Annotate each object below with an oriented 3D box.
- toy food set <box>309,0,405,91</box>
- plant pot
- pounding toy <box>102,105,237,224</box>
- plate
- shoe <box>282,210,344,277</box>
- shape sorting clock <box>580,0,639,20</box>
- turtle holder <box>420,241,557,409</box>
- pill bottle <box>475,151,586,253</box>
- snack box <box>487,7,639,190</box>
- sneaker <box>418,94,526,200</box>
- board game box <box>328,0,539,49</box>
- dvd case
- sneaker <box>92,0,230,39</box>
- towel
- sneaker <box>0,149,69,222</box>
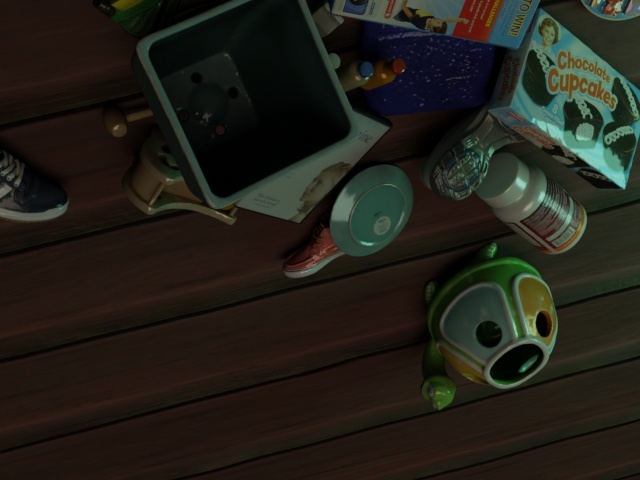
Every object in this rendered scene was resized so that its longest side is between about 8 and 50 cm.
[{"bbox_3d":[0.013,-0.305,1.446,0.232,0.104,0.111,44,68,-19],"label":"toy food set"},{"bbox_3d":[-0.137,-0.210,1.394,0.247,0.252,0.247,-28,104,-18],"label":"plant pot"},{"bbox_3d":[-0.224,-0.131,1.540,0.269,0.154,0.155,21,120,-30],"label":"pounding toy"},{"bbox_3d":[0.101,-0.050,1.746,0.188,0.024,0.188,-18,125,-28],"label":"plate"},{"bbox_3d":[0.000,0.000,1.778,0.178,0.063,0.081,-25,130,-2],"label":"shoe"},{"bbox_3d":[0.516,-0.461,1.558,0.206,0.040,0.206,-8,131,-10],"label":"shape sorting clock"},{"bbox_3d":[0.325,0.185,1.912,0.320,0.227,0.243,-23,132,2],"label":"turtle holder"},{"bbox_3d":[0.398,-0.071,1.792,0.221,0.121,0.121,33,114,-35],"label":"pill bottle"},{"bbox_3d":[0.437,-0.237,1.638,0.322,0.060,0.187,27,75,-32],"label":"snack box"},{"bbox_3d":[0.285,-0.196,1.668,0.297,0.129,0.111,-39,111,-8],"label":"sneaker"},{"bbox_3d":[0.193,-0.447,1.341,0.301,0.086,0.308,7,131,-15],"label":"board game box"},{"bbox_3d":[-0.011,-0.131,1.585,0.253,0.022,0.180,-46,148,21],"label":"dvd case"},{"bbox_3d":[-0.160,-0.412,1.363,0.343,0.134,0.146,-30,138,21],"label":"sneaker"},{"bbox_3d":[0.174,-0.354,1.533,0.227,0.076,0.308,-5,131,-3],"label":"towel"},{"bbox_3d":[-0.523,-0.130,1.492,0.282,0.099,0.153,16,125,-23],"label":"sneaker"}]
